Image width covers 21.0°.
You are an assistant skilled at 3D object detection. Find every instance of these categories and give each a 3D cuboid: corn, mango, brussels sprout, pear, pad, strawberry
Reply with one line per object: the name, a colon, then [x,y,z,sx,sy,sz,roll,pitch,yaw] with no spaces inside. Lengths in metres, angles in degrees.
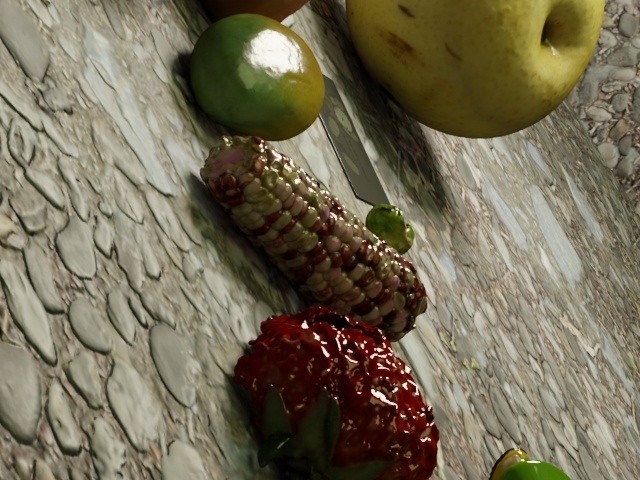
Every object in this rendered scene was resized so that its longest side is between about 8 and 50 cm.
corn: [0.000,0.000,1.524,0.280,0.092,0.092,46,22,-39]
mango: [-0.061,-0.150,1.615,0.130,0.091,0.194,61,24,-6]
brussels sprout: [0.081,-0.009,1.871,0.083,0.046,0.051,36,35,-57]
pear: [0.199,-0.307,2.235,0.348,0.348,0.348,53,17,-25]
pad: [0.028,-0.120,1.978,0.190,0.004,0.127,66,17,18]
strawberry: [0.026,0.123,1.365,0.188,0.106,0.286,57,16,-19]

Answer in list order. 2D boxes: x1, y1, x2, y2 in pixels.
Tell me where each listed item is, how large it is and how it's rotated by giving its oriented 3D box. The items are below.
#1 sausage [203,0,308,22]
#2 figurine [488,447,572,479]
sausage: [-0.090,-0.326,1.745,0.241,0.136,0.120,59,14,10]
figurine: [0.234,0.298,1.675,0.162,0.143,0.263,61,-3,-24]
